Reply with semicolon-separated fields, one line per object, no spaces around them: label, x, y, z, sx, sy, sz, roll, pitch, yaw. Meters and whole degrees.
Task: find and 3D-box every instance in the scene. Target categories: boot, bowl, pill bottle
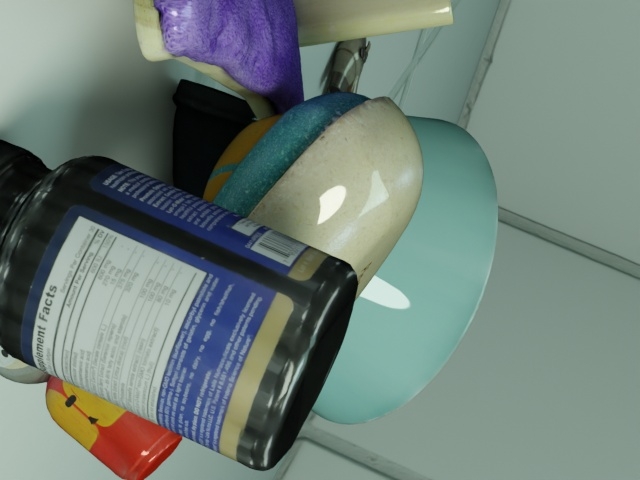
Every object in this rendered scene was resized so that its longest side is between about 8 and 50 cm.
boot;0.036;-0.201;1.508;0.118;0.042;0.087;90;22;-70
boot;-0.098;-0.006;1.014;0.246;0.094;0.207;89;21;-84
bowl;0.000;0.000;1.173;0.311;0.163;0.312;-35;-137;40
pill bottle;-0.100;0.027;0.681;0.123;0.219;0.123;24;90;-81

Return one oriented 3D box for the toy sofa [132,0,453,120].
toy sofa;-0.003;-0.181;0.750;0.362;0.150;0.177;13;69;-81

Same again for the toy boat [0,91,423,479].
toy boat;-0.069;0.014;0.835;0.318;0.148;0.267;-40;169;-32
